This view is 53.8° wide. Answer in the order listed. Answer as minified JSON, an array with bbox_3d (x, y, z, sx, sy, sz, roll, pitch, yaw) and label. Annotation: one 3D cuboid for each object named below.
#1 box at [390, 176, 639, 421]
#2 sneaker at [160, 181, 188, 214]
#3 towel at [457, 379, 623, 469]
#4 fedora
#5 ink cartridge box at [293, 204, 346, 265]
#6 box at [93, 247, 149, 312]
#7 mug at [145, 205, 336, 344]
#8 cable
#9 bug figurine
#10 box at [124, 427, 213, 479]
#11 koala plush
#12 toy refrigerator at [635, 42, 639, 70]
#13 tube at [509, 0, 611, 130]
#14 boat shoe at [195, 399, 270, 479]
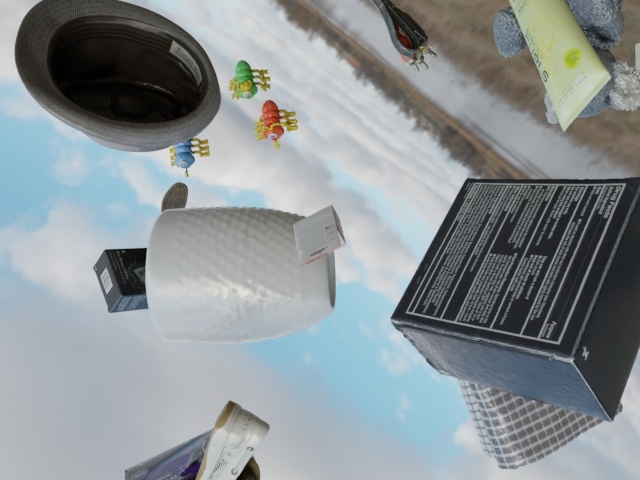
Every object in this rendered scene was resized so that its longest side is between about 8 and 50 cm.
[{"bbox_3d":[0.317,0.070,0.946,0.294,0.296,0.183,6,147,49],"label":"box"},{"bbox_3d":[-0.419,-0.089,1.794,0.066,0.189,0.071,21,-157,-9],"label":"sneaker"},{"bbox_3d":[0.404,0.254,1.158,0.121,0.283,0.235,-176,63,-78],"label":"towel"},{"bbox_3d":[-0.288,-0.217,0.908,0.275,0.124,0.244,4,-117,-24],"label":"fedora"},{"bbox_3d":[0.000,0.000,0.852,0.029,0.062,0.115,59,-170,-29],"label":"ink cartridge box"},{"bbox_3d":[-0.524,0.107,1.759,0.158,0.093,0.156,-2,-125,-46],"label":"box"},{"bbox_3d":[-0.133,0.071,1.303,0.327,0.277,0.374,-2,174,7],"label":"mug"},{"bbox_3d":[0.147,-0.496,1.418,0.287,0.072,0.139,45,-135,-1],"label":"cable"},{"bbox_3d":[-0.196,-0.254,1.276,0.072,0.278,0.217,55,-160,-68],"label":"bug figurine"},{"bbox_3d":[-0.290,0.528,1.395,0.103,0.261,0.184,70,165,-10],"label":"box"},{"bbox_3d":[0.428,-0.306,1.035,0.203,0.196,0.221,-30,-76,-41],"label":"koala plush"},{"bbox_3d":[0.779,-0.363,1.305,0.269,0.094,0.102,-6,-175,-31],"label":"toy refrigerator"},{"bbox_3d":[0.294,-0.262,0.800,0.070,0.062,0.240,41,-147,-55],"label":"tube"},{"bbox_3d":[-0.146,0.380,1.024,0.096,0.277,0.098,22,-144,3],"label":"boat shoe"}]
